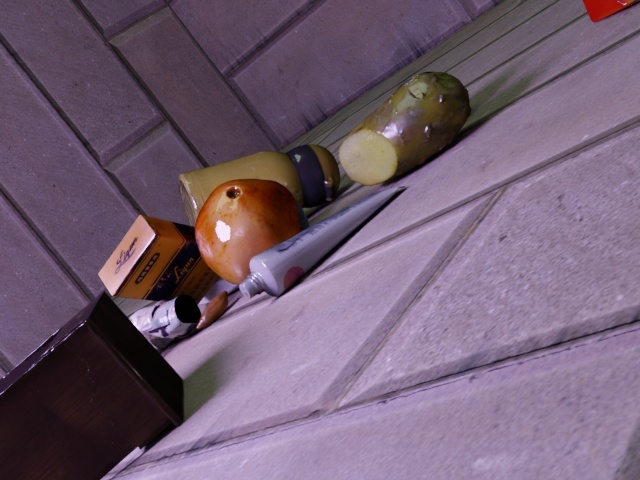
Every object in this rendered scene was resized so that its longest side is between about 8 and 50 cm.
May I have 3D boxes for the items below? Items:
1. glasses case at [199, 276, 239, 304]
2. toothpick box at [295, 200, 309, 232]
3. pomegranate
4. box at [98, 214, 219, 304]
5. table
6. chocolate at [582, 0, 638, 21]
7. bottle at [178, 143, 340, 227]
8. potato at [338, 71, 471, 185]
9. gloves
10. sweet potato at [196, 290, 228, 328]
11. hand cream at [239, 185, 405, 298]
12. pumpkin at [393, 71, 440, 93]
[{"bbox_3d":[-0.203,0.087,1.931,0.193,0.049,0.074,-25,16,49],"label":"glasses case"},{"bbox_3d":[-0.112,-0.018,1.944,0.153,0.101,0.101,-35,10,23],"label":"toothpick box"},{"bbox_3d":[-0.130,-0.022,1.731,0.209,0.209,0.209,-36,9,7],"label":"pomegranate"},{"bbox_3d":[-0.290,0.042,1.796,0.152,0.070,0.237,-52,-30,16],"label":"box"},{"bbox_3d":[-0.368,0.251,1.355,0.282,0.196,0.250,-41,11,-3],"label":"table"},{"bbox_3d":[0.644,-0.583,1.665,0.360,0.161,0.341,-40,6,-10],"label":"chocolate"},{"bbox_3d":[-0.125,-0.112,2.070,0.351,0.172,0.171,-17,4,-16],"label":"bottle"},{"bbox_3d":[0.153,-0.197,1.730,0.298,0.141,0.176,-39,-7,38],"label":"potato"},{"bbox_3d":[-0.329,0.179,1.809,0.212,0.111,0.127,-25,16,27],"label":"gloves"},{"bbox_3d":[-0.201,0.133,1.765,0.095,0.034,0.034,-54,15,-23],"label":"sweet potato"},{"bbox_3d":[0.000,0.000,1.609,0.340,0.078,0.124,-33,6,-25],"label":"hand cream"},{"bbox_3d":[0.205,-0.266,1.885,0.167,0.125,0.167,-23,-10,-4],"label":"pumpkin"}]
